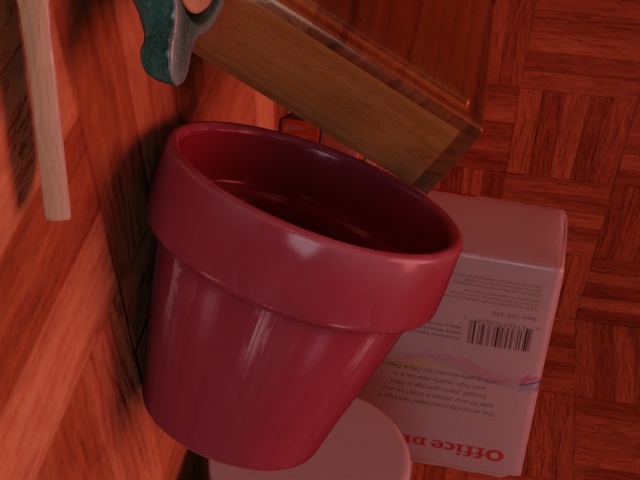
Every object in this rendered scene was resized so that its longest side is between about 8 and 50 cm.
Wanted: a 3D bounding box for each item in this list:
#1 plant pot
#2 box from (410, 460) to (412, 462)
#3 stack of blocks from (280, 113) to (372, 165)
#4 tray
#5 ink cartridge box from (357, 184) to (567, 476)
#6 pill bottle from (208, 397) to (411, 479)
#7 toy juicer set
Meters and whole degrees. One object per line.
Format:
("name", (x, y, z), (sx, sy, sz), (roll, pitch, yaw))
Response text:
("plant pot", (-0.032, 0.041, 0.651), (0.201, 0.201, 0.180), (-61, 173, -71))
("box", (0.025, 0.306, 1.278), (0.181, 0.182, 0.119), (88, 12, -49))
("stack of blocks", (0.000, 0.000, 1.154), (0.171, 0.087, 0.297), (-54, 151, -74))
("tray", (0.042, -0.232, 0.786), (0.076, 0.203, 0.411), (-50, -164, 40))
("ink cartridge box", (0.141, 0.103, 1.122), (0.131, 0.226, 0.306), (-69, 166, -53))
("pill bottle", (-0.015, 0.328, 0.923), (0.204, 0.204, 0.361), (-71, 167, -56))
("toy juicer set", (-0.067, -0.193, 0.465), (0.209, 0.089, 0.329), (88, 13, -52))
